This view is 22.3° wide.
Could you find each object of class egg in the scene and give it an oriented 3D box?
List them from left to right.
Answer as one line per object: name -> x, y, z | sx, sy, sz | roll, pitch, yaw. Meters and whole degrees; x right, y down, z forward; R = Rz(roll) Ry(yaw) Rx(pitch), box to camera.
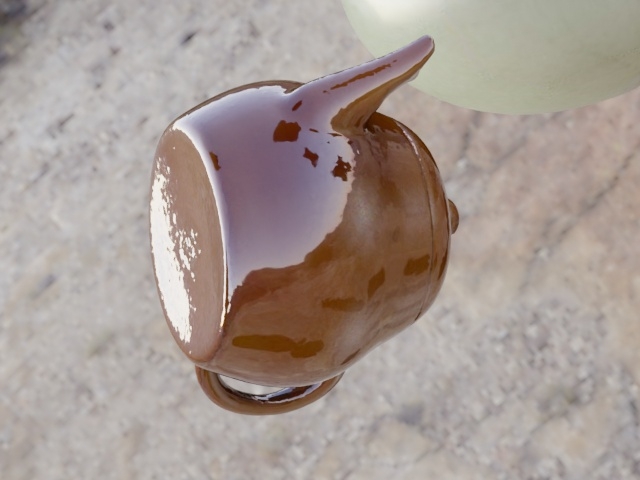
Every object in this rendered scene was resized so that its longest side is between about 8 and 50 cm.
egg -> 0.133, -0.185, 0.892 | 0.269, 0.219, 0.219 | -29, 26, -6

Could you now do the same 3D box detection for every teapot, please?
teapot -> 0.000, 0.000, 0.591 | 0.116, 0.116, 0.173 | -90, 11, -53
